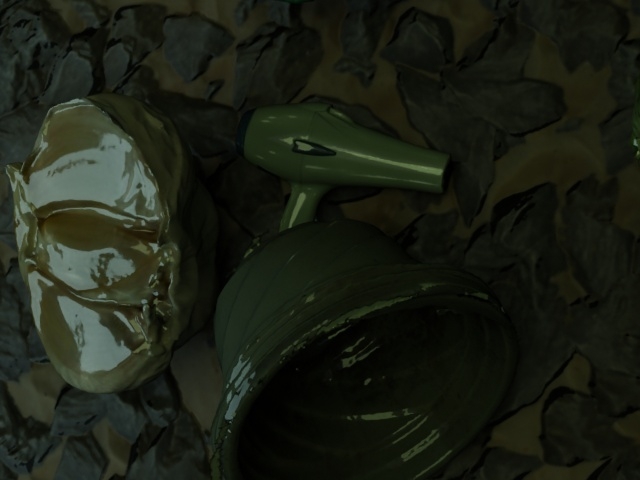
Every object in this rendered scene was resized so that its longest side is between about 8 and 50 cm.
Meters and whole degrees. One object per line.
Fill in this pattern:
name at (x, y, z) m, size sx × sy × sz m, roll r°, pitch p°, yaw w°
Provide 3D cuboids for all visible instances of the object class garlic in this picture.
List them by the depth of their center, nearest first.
garlic at (-0.139, 0.004, 0.999) m, size 0.178 × 0.143 × 0.229 m, roll 18°, pitch 104°, yaw 38°

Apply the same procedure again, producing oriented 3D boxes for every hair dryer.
hair dryer at (0.019, -0.008, 1.000) m, size 0.167 × 0.067 × 0.199 m, roll -1°, pitch 93°, yaw 14°

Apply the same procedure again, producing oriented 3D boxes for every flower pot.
flower pot at (0.011, 0.077, 0.918) m, size 0.235 × 0.235 × 0.140 m, roll -42°, pitch 51°, yaw 10°

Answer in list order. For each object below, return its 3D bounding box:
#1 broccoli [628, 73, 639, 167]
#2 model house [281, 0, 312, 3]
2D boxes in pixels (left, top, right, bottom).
broccoli at (0.334, -0.121, 0.819) m, size 0.281 × 0.348 × 0.293 m, roll -46°, pitch 25°, yaw 40°
model house at (0.029, -0.363, 0.984) m, size 0.281 × 0.248 × 0.230 m, roll -25°, pitch 115°, yaw 26°
